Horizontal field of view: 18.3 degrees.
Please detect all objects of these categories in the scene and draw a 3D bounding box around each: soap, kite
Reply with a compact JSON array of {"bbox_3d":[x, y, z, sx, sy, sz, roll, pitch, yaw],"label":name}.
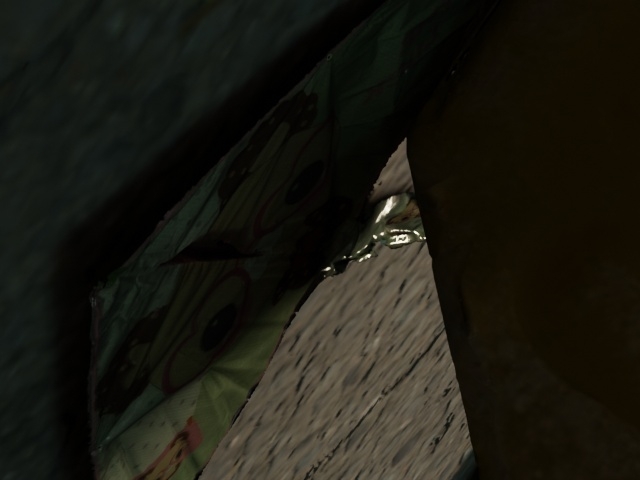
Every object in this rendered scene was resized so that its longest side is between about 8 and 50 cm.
[{"bbox_3d":[0.117,-0.018,0.491,0.257,0.160,0.080,-55,162,-4],"label":"soap"},{"bbox_3d":[0.001,0.001,0.511,0.229,0.012,0.250,-59,162,17],"label":"kite"}]
